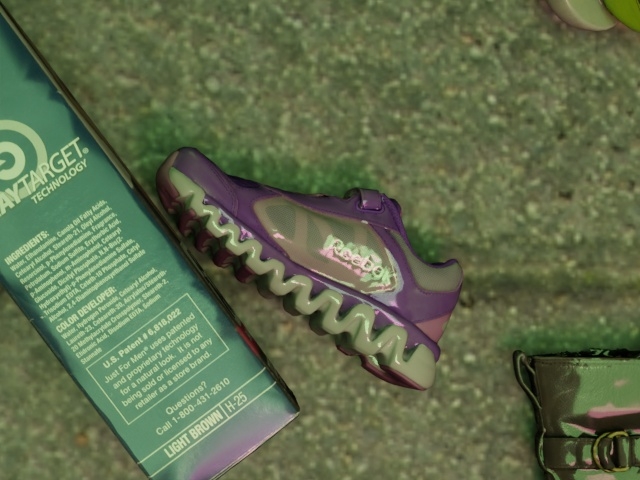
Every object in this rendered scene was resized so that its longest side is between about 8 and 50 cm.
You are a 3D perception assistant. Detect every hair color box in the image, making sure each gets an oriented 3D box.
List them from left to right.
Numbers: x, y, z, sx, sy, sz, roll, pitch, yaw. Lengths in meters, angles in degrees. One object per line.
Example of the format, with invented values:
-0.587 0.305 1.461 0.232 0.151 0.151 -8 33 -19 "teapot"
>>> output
-0.159 -0.006 1.130 0.105 0.174 0.347 -37 95 -4 "hair color box"

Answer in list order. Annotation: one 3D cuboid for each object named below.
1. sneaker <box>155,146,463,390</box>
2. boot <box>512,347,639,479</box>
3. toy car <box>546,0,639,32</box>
0.000 0.000 1.193 0.236 0.095 0.104 35 81 -10 "sneaker"
0.257 0.182 1.219 0.263 0.091 0.229 5 87 -8 "boot"
0.228 -0.232 1.191 0.136 0.159 0.182 -19 94 -41 "toy car"
